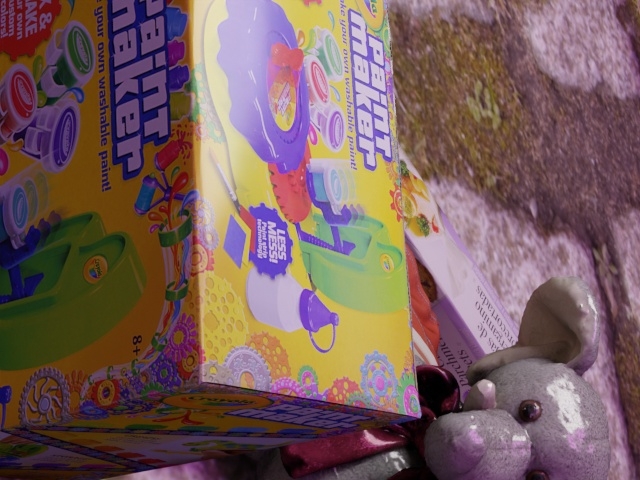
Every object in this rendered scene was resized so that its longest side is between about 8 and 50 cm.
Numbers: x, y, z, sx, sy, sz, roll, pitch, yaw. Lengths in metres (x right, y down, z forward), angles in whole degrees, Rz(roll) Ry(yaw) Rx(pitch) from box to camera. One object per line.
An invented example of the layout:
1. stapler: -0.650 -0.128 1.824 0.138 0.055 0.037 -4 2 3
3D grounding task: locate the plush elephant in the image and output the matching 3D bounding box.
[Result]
1. plush elephant: 0.081 0.159 0.986 0.330 0.255 0.272 7 63 -48

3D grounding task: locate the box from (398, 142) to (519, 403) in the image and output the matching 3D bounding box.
1. box: 0.082 0.016 1.240 0.324 0.067 0.063 56 41 -24

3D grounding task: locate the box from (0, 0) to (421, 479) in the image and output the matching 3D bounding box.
1. box: -0.111 -0.027 0.826 0.177 0.279 0.290 17 63 -49

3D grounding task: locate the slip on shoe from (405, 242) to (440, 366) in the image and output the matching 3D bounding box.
1. slip on shoe: 0.000 0.000 1.102 0.331 0.123 0.101 56 33 -31
